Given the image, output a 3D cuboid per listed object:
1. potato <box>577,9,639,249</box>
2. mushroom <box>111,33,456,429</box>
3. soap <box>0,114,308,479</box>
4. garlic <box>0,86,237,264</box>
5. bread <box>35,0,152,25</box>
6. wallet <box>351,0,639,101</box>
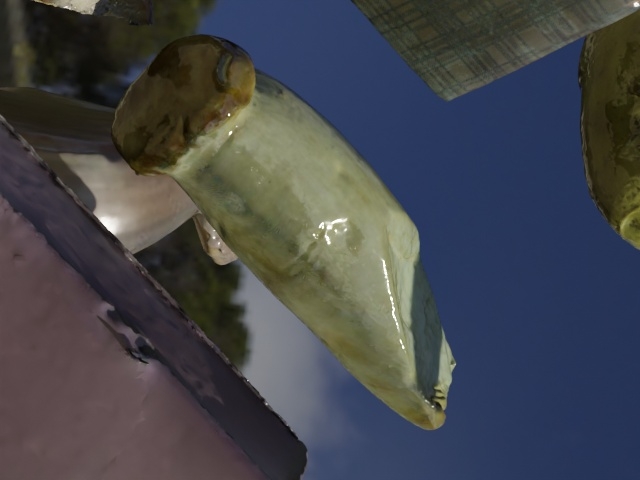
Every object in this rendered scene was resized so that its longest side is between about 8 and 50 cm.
[{"bbox_3d":[0.299,-0.114,1.560,0.143,0.169,0.248,-2,-96,8],"label":"potato"},{"bbox_3d":[0.003,-0.001,1.114,0.107,0.333,0.087,-22,-143,32],"label":"mushroom"},{"bbox_3d":[-0.206,0.123,1.063,0.285,0.107,0.296,-39,-84,13],"label":"soap"},{"bbox_3d":[-0.201,-0.045,1.247,0.279,0.325,0.132,-98,-168,-85],"label":"garlic"},{"bbox_3d":[-0.167,-0.160,1.056,0.129,0.126,0.044,19,-77,21],"label":"bread"},{"bbox_3d":[0.032,-0.204,0.852,0.169,0.317,0.044,-27,-144,29],"label":"wallet"}]
